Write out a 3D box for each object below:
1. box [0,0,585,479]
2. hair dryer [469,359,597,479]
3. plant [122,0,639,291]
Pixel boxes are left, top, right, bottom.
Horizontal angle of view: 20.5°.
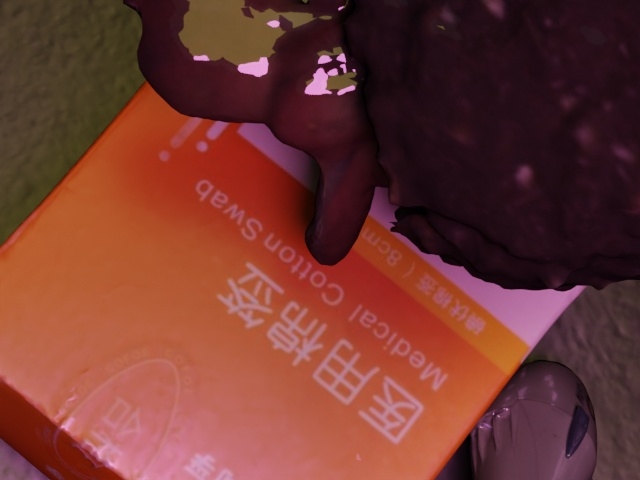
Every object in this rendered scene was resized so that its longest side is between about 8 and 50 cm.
[{"bbox_3d":[0.000,0.000,0.864,0.225,0.143,0.341,39,76,1],"label":"box"},{"bbox_3d":[0.135,0.165,0.860,0.199,0.067,0.167,52,33,-2],"label":"hair dryer"},{"bbox_3d":[0.081,-0.065,0.717,0.234,0.204,0.178,-6,97,32],"label":"plant"}]
